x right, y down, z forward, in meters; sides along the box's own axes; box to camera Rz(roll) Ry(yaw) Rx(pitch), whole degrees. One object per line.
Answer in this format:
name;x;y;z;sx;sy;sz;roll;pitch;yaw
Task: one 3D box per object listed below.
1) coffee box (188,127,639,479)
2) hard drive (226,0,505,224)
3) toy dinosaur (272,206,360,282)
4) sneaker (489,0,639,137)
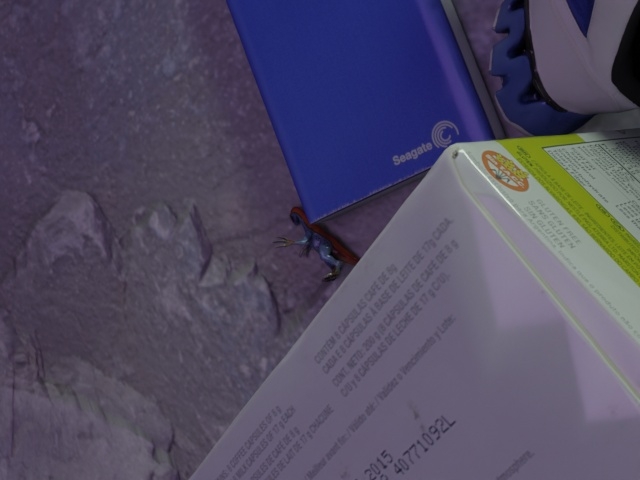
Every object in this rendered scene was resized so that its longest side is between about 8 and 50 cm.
coffee box;0.179;0.161;0.615;0.338;0.334;0.338;50;123;20
hard drive;0.019;-0.200;0.843;0.210;0.040;0.319;-24;84;35
toy dinosaur;0.000;0.000;0.907;0.090;0.047;0.082;-16;79;3
sneaker;0.208;-0.226;0.621;0.182;0.127;0.315;13;114;60
